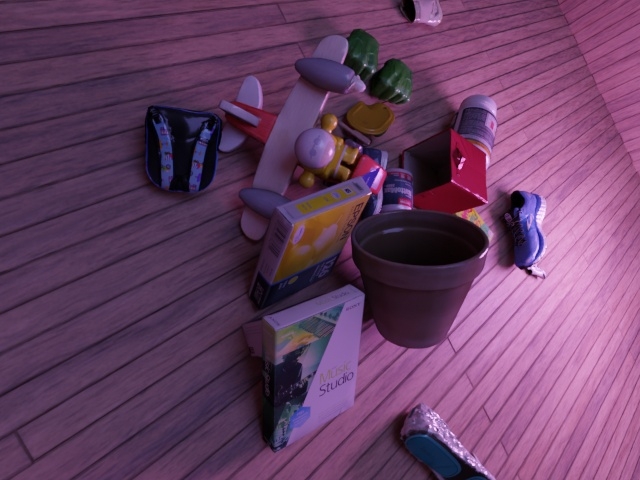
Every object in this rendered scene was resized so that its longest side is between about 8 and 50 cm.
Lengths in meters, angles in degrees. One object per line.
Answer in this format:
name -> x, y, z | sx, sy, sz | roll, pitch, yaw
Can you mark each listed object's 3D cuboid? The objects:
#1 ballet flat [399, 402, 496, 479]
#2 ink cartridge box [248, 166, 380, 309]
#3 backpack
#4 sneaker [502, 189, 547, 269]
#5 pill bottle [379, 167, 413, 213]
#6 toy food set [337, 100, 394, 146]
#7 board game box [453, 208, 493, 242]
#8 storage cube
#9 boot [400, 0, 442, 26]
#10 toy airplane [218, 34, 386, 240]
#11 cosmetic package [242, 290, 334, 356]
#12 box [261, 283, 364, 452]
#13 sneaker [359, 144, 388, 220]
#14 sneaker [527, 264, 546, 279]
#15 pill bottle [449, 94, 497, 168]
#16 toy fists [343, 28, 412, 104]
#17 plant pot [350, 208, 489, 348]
ballet flat -> 0.369, 0.595, 1.163 | 0.409, 0.147, 0.147 | 52, 55, -12
ink cartridge box -> 0.000, 0.000, 0.975 | 0.307, 0.303, 0.072 | -22, 61, -35
backpack -> -0.297, -0.195, 0.934 | 0.158, 0.117, 0.173 | 2, 104, -19
sneaker -> 0.746, -0.045, 1.614 | 0.147, 0.130, 0.329 | 20, 62, -13
pill bottle -> 0.217, -0.109, 1.265 | 0.108, 0.108, 0.180 | 15, 69, -30
toy food set -> 0.136, -0.344, 1.308 | 0.128, 0.071, 0.218 | 33, 51, 11
board game box -> 0.518, -0.052, 1.493 | 0.181, 0.043, 0.092 | 48, 56, -14
storage cube -> 0.388, -0.200, 1.347 | 0.193, 0.215, 0.183 | 20, 66, -35
boot -> 0.363, -0.908, 1.612 | 0.165, 0.077, 0.213 | -17, 89, -34
toy airplane -> -0.053, -0.230, 0.993 | 0.385, 0.272, 0.385 | -21, 107, -7
cosmetic package -> -0.049, 0.189, 0.997 | 0.231, 0.117, 0.085 | -14, 84, -37
box -> -0.016, 0.273, 0.930 | 0.232, 0.058, 0.321 | -17, 119, -36
sneaker -> 0.097, -0.165, 1.220 | 0.164, 0.086, 0.226 | 13, 78, -22
sneaker -> 0.823, 0.120, 1.659 | 0.109, 0.040, 0.043 | 39, 75, -15
pill bottle -> 0.531, -0.371, 1.520 | 0.162, 0.162, 0.278 | 35, 60, -21
toy fists -> 0.177, -0.537, 1.371 | 0.279, 0.096, 0.142 | 32, 51, -21
plant pot -> 0.241, 0.106, 1.098 | 0.323, 0.323, 0.280 | -26, 125, -36
